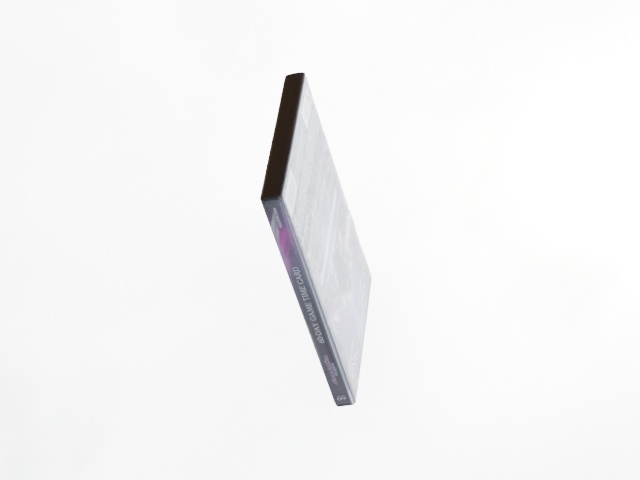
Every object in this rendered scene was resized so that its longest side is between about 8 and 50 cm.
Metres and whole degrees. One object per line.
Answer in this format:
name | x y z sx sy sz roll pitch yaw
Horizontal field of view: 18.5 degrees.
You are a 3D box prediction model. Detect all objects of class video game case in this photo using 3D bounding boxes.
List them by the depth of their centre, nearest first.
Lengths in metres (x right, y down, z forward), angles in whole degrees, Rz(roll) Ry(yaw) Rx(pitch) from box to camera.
video game case | 0.000 0.000 1.946 0.026 0.274 0.196 -7 -141 14
